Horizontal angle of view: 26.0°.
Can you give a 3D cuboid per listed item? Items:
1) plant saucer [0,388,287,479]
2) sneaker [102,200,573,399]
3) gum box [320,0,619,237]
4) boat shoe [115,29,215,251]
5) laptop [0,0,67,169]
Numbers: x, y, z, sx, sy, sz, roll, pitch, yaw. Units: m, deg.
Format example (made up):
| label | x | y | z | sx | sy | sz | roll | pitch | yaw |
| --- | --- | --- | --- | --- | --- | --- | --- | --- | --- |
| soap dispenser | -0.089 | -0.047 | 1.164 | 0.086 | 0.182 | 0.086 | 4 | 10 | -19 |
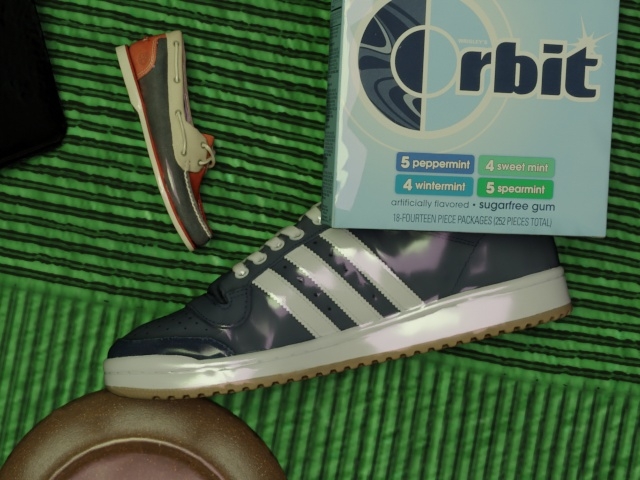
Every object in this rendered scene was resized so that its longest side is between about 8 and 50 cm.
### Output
| label | x | y | z | sx | sy | sz | roll | pitch | yaw |
| --- | --- | --- | --- | --- | --- | --- | --- | --- | --- |
| plant saucer | -0.111 | 0.188 | 0.844 | 0.198 | 0.036 | 0.199 | 0 | 87 | -2 |
| sneaker | 0.000 | 0.000 | 0.824 | 0.282 | 0.099 | 0.153 | -12 | 91 | -8 |
| gum box | 0.083 | -0.097 | 0.762 | 0.156 | 0.041 | 0.185 | 1 | 95 | -11 |
| boat shoe | -0.087 | -0.062 | 0.851 | 0.043 | 0.049 | 0.137 | -17 | 84 | -5 |
| laptop | -0.404 | -0.203 | 0.774 | 0.382 | 0.236 | 0.408 | -25 | 60 | -31 |
